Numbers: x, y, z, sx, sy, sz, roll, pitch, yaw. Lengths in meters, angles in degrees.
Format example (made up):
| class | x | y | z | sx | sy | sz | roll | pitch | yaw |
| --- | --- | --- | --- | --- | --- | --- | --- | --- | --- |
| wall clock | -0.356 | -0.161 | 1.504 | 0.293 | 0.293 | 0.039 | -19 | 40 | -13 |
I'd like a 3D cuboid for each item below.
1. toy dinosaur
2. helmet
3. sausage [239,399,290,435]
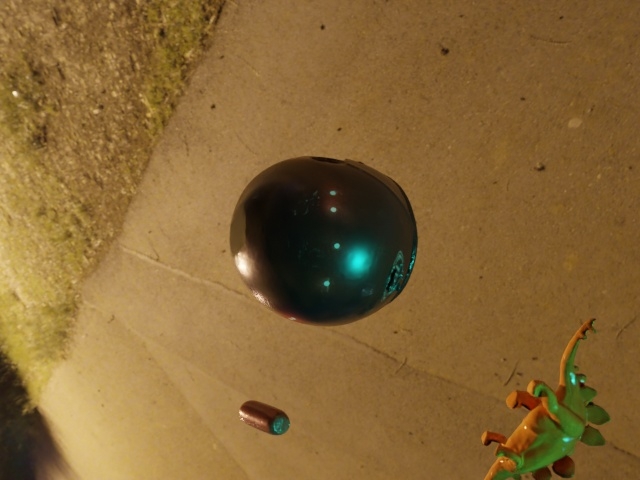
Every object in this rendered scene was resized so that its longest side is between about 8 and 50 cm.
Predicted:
| class | x | y | z | sx | sy | sz | roll | pitch | yaw |
| --- | --- | --- | --- | --- | --- | --- | --- | --- | --- |
| toy dinosaur | 0.305 | 0.235 | 0.663 | 0.117 | 0.070 | 0.288 | 28 | 104 | 2 |
| helmet | 0.000 | 0.000 | 0.584 | 0.216 | 0.193 | 0.189 | 21 | 108 | 17 |
| sausage | -0.137 | 0.422 | 1.226 | 0.154 | 0.062 | 0.062 | -2 | 117 | 49 |
